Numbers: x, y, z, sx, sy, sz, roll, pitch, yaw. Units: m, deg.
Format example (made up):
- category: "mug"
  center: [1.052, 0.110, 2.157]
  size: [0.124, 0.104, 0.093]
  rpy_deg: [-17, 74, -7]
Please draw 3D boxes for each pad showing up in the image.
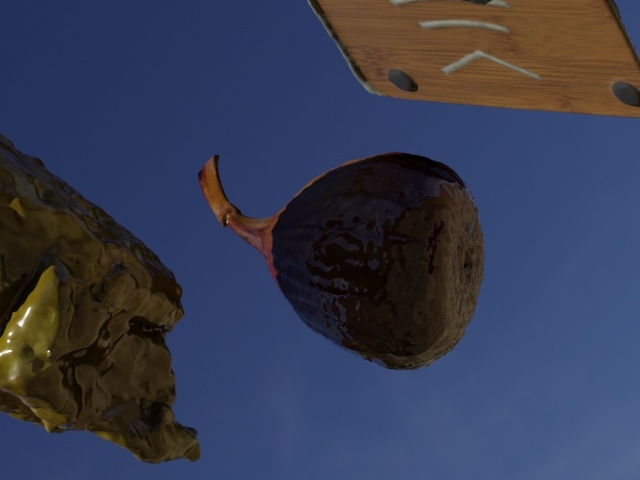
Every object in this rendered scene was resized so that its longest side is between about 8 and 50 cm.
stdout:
- category: "pad"
  center: [0.082, -0.196, 1.397]
  size: [0.018, 0.286, 0.284]
  rpy_deg: [-56, -49, -26]

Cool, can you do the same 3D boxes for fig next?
- category: "fig"
  center: [0.000, 0.000, 1.196]
  size: [0.146, 0.201, 0.134]
  rpy_deg: [70, -143, -66]

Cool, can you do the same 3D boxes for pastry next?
- category: "pastry"
  center: [-0.178, 0.003, 1.008]
  size: [0.240, 0.235, 0.132]
  rpy_deg: [28, -92, -52]

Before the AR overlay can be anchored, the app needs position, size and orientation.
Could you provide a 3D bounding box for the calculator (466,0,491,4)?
- category: "calculator"
  center: [0.091, -0.166, 0.777]
  size: [0.141, 0.045, 0.246]
  rpy_deg: [-25, -18, 10]
